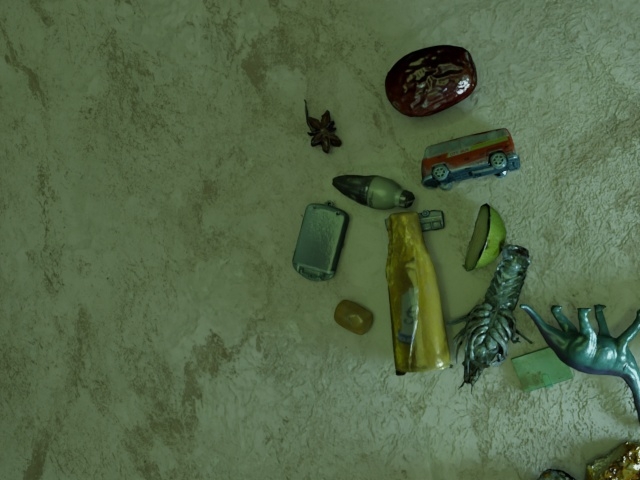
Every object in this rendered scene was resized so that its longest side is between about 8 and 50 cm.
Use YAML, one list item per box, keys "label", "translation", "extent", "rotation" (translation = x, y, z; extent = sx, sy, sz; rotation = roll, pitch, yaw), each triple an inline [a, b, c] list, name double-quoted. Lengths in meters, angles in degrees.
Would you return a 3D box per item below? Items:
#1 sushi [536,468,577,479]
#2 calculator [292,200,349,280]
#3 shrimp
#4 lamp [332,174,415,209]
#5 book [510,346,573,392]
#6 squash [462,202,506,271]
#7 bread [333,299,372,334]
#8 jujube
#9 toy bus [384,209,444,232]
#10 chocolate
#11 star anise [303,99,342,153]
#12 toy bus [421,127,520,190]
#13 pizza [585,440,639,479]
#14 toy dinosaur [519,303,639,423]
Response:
- label: "sushi"
  translation: [0.626, 0.681, 1.522]
  extent: [0.136, 0.225, 0.126]
  rotation: [-22, 113, -17]
- label: "calculator"
  translation: [0.000, 0.000, 1.828]
  extent: [0.141, 0.045, 0.246]
  rotation: [15, 93, 17]
- label: "shrimp"
  translation: [0.460, 0.214, 1.628]
  extent: [0.221, 0.166, 0.410]
  rotation: [21, 82, 19]
- label: "lamp"
  translation: [0.148, -0.143, 1.760]
  extent: [0.250, 0.101, 0.101]
  rotation: [17, 93, 25]
- label: "book"
  translation: [0.596, 0.346, 1.645]
  extent: [0.135, 0.017, 0.103]
  rotation: [-22, 81, 16]
- label: "squash"
  translation: [0.454, 0.002, 1.627]
  extent: [0.085, 0.184, 0.192]
  rotation: [14, 94, 1]
- label: "bread"
  translation: [0.093, 0.225, 1.786]
  extent: [0.115, 0.056, 0.082]
  rotation: [31, 97, 16]
- label: "jujube"
  translation: [0.298, -0.437, 1.680]
  extent: [0.243, 0.183, 0.183]
  rotation: [-12, 85, 28]
- label: "toy bus"
  translation: [0.269, -0.050, 1.746]
  extent: [0.166, 0.047, 0.065]
  rotation: [-9, 89, 16]
- label: "chocolate"
  translation: [0.245, 0.142, 1.682]
  extent: [0.162, 0.162, 0.445]
  rotation: [-9, 88, 17]
- label: "star anise"
  translation: [-0.007, -0.346, 1.835]
  extent: [0.097, 0.070, 0.190]
  rotation: [-17, 81, -11]
- label: "toy bus"
  translation: [0.402, -0.222, 1.678]
  extent: [0.265, 0.121, 0.120]
  rotation: [-12, 76, 17]
- label: "pizza"
  translation: [0.772, 0.602, 1.561]
  extent: [0.271, 0.056, 0.134]
  rotation: [-35, 87, 13]
- label: "toy dinosaur"
  translation: [0.681, 0.329, 1.542]
  extent: [0.383, 0.129, 0.331]
  rotation: [2, 88, -4]
